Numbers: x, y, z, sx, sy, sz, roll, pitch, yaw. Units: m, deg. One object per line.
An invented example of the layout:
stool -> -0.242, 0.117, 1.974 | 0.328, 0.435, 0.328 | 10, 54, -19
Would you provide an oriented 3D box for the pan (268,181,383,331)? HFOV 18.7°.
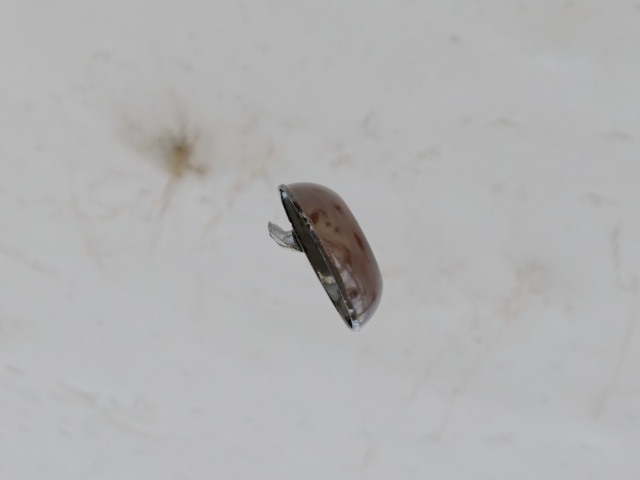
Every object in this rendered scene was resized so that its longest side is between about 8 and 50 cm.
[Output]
pan -> 0.000, 0.000, 0.815 | 0.068, 0.023, 0.115 | 64, 171, -15
